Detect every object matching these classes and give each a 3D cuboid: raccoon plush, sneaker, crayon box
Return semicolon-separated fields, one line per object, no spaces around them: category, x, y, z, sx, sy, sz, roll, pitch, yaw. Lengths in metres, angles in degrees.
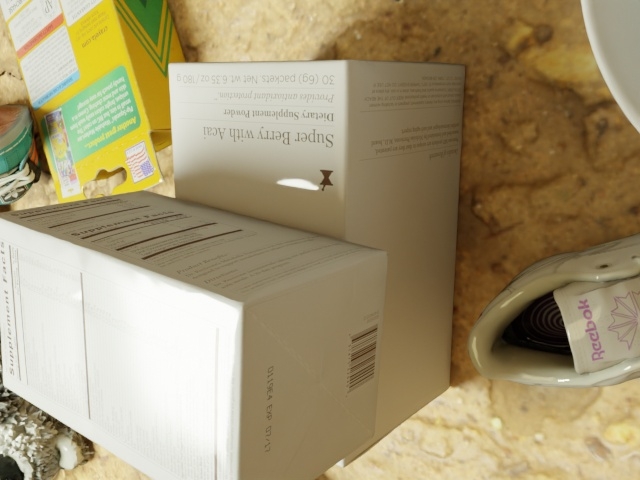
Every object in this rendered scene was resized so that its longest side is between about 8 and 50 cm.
raccoon plush;-0.448;0.154;1.024;0.216;0.299;0.446;5;71;53
sneaker;-0.404;-0.102;0.895;0.302;0.108;0.121;29;140;62
crayon box;-0.253;-0.198;0.802;0.203;0.083;0.322;-17;89;40
sneaker;0.234;0.044;0.433;0.305;0.152;0.114;-22;84;38

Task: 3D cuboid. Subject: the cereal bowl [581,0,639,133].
cereal bowl;0.305;-0.162;0.315;0.339;0.141;0.338;8;100;50

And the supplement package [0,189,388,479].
supplement package;-0.095;0.056;0.475;0.244;0.134;0.139;15;110;35

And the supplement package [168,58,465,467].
supplement package;0.000;0.000;0.589;0.178;0.175;0.292;9;106;36
